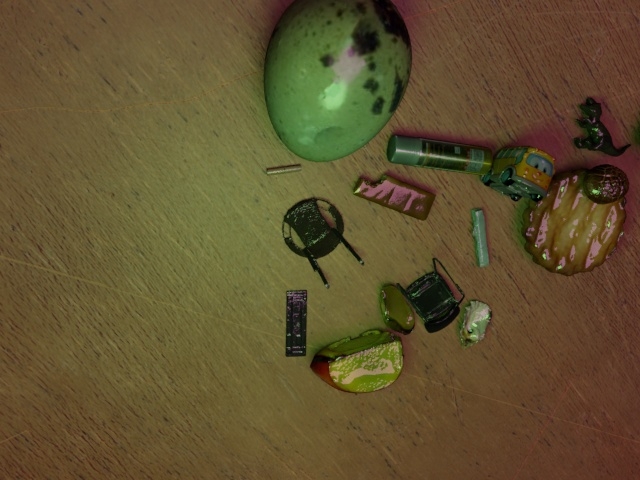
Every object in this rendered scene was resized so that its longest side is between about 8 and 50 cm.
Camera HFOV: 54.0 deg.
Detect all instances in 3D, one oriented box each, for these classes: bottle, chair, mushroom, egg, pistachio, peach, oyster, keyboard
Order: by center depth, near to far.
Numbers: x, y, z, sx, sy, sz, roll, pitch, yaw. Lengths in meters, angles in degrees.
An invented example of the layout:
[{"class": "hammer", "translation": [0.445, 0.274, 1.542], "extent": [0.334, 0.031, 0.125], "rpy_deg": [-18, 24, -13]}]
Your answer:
[{"class": "egg", "translation": [0.035, -0.395, 1.504], "extent": [0.345, 0.345, 0.428], "rpy_deg": [11, 116, -13]}, {"class": "bottle", "translation": [0.328, -0.236, 1.736], "extent": [0.286, 0.082, 0.082], "rpy_deg": [6, 104, -13]}, {"class": "chair", "translation": [0.000, 0.000, 1.739], "extent": [0.174, 0.149, 0.213], "rpy_deg": [-34, 66, 3]}, {"class": "mushroom", "translation": [0.793, -0.155, 1.743], "extent": [0.126, 0.085, 0.109], "rpy_deg": [-36, 108, -11]}, {"class": "peach", "translation": [0.107, 0.362, 1.815], "extent": [0.267, 0.159, 0.154], "rpy_deg": [-18, 97, -8]}, {"class": "keyboard", "translation": [-0.070, 0.243, 1.827], "extent": [0.061, 0.013, 0.204], "rpy_deg": [-1, 106, -10]}, {"class": "chair", "translation": [0.328, 0.171, 1.840], "extent": [0.140, 0.221, 0.145], "rpy_deg": [-34, 66, 0]}, {"class": "pistachio", "translation": [0.215, 0.208, 1.853], "extent": [0.089, 0.049, 0.173], "rpy_deg": [-38, 108, -23]}, {"class": "oyster", "translation": [0.474, 0.253, 1.916], "extent": [0.122, 0.045, 0.146], "rpy_deg": [-21, 101, -1]}]

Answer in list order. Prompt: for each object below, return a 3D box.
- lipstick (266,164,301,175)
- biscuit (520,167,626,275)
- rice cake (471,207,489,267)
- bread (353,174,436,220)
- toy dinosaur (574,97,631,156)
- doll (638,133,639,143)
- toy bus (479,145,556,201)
[{"class": "lipstick", "translation": [-0.099, -0.190, 1.701], "extent": [0.094, 0.019, 0.019], "rpy_deg": [-8, 106, -8]}, {"class": "biscuit", "translation": [0.738, -0.056, 1.851], "extent": [0.326, 0.107, 0.325], "rpy_deg": [-3, 107, -9]}, {"class": "rice cake", "translation": [0.468, -0.006, 1.852], "extent": [0.042, 0.030, 0.180], "rpy_deg": [-11, 106, -4]}, {"class": "bread", "translation": [0.205, -0.130, 1.760], "extent": [0.226, 0.049, 0.088], "rpy_deg": [21, 100, -14]}, {"class": "toy dinosaur", "translation": [0.828, -0.323, 1.806], "extent": [0.179, 0.087, 0.187], "rpy_deg": [-15, 109, -5]}, {"class": "doll", "translation": [1.024, -0.360, 1.798], "extent": [0.167, 0.162, 0.269], "rpy_deg": [12, 92, 1]}, {"class": "toy bus", "translation": [0.550, -0.190, 1.731], "extent": [0.126, 0.209, 0.136], "rpy_deg": [26, 88, -15]}]
